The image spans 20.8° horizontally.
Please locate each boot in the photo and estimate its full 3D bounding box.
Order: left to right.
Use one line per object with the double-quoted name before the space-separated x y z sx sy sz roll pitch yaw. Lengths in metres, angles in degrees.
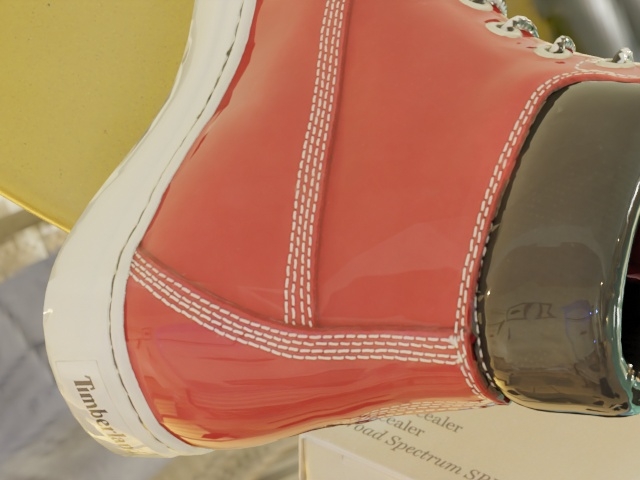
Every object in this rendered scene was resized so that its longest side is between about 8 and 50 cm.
"boot" 0.049 -0.049 0.463 0.176 0.088 0.244 -8 44 30

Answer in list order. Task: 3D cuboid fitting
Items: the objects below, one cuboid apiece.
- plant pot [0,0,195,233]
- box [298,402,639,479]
"plant pot" -0.085 -0.080 0.957 0.187 0.212 0.212 15 -3 0
"box" 0.131 0.061 0.831 0.148 0.121 0.311 20 45 24
